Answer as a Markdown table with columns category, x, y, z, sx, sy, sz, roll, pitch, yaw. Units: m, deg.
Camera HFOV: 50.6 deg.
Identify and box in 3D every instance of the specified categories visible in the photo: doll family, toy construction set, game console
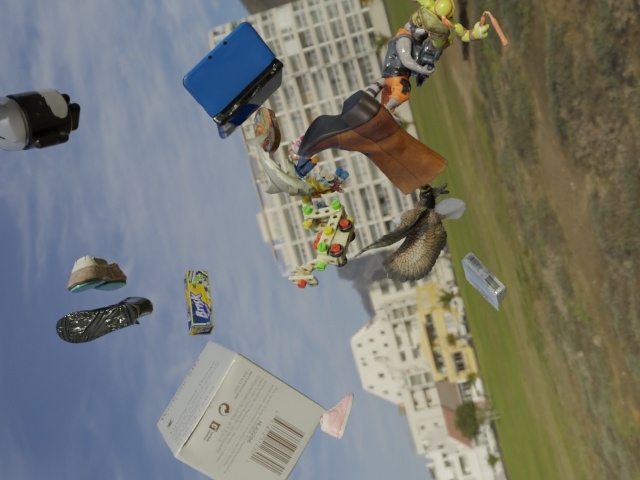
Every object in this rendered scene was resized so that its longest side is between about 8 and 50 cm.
| category | x | y | z | sx | sy | sz | roll | pitch | yaw |
| --- | --- | --- | --- | --- | --- | --- | --- | --- | --- |
| doll family | -0.037 | -0.232 | 2.361 | 0.263 | 0.118 | 0.163 | 44 | 149 | 1 |
| toy construction set | 0.000 | 0.000 | 2.226 | 0.151 | 0.215 | 0.328 | 52 | -132 | -60 |
| game console | -0.277 | -0.510 | 2.187 | 0.173 | 0.293 | 0.250 | 44 | 171 | 3 |

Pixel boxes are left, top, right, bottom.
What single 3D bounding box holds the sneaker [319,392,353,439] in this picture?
| category | x | y | z | sx | sy | sz | roll | pitch | yaw |
| --- | --- | --- | --- | --- | --- | --- | --- | --- | --- |
| sneaker | 0.038 | 0.426 | 1.683 | 0.134 | 0.070 | 0.051 | -65 | -11 | -47 |

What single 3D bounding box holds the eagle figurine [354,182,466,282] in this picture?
| category | x | y | z | sx | sy | sz | roll | pitch | yaw |
| --- | --- | --- | --- | --- | --- | --- | --- | --- | --- |
| eagle figurine | 0.261 | -0.031 | 1.957 | 0.298 | 0.226 | 0.225 | -64 | -2 | -11 |

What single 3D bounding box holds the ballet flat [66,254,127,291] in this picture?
| category | x | y | z | sx | sy | sz | roll | pitch | yaw |
| --- | --- | --- | --- | --- | --- | --- | --- | --- | --- |
| ballet flat | -0.701 | 0.102 | 2.083 | 0.316 | 0.107 | 0.106 | 39 | -153 | -83 |

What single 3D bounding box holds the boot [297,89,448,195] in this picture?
| category | x | y | z | sx | sy | sz | roll | pitch | yaw |
| --- | --- | --- | --- | --- | --- | --- | --- | --- | --- |
| boot | 0.115 | -0.203 | 1.593 | 0.280 | 0.264 | 0.096 | 35 | -137 | -26 |

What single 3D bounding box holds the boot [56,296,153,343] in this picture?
| category | x | y | z | sx | sy | sz | roll | pitch | yaw |
| --- | --- | --- | --- | --- | --- | --- | --- | --- | --- |
| boot | -0.647 | 0.238 | 2.056 | 0.207 | 0.246 | 0.094 | -175 | 70 | -89 |

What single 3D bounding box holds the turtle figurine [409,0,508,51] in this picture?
| category | x | y | z | sx | sy | sz | roll | pitch | yaw |
| --- | --- | --- | --- | --- | --- | --- | --- | --- | --- |
| turtle figurine | 0.254 | -0.455 | 1.412 | 0.269 | 0.087 | 0.217 | 33 | -177 | 0 |

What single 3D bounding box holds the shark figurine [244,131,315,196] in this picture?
| category | x | y | z | sx | sy | sz | roll | pitch | yaw |
| --- | --- | --- | --- | --- | --- | --- | --- | --- | --- |
| shark figurine | -0.153 | -0.210 | 2.171 | 0.278 | 0.116 | 0.166 | 45 | -145 | -11 |

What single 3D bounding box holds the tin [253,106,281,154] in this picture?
| category | x | y | z | sx | sy | sz | roll | pitch | yaw |
| --- | --- | --- | --- | --- | --- | --- | --- | --- | --- |
| tin | -0.194 | -0.399 | 2.466 | 0.040 | 0.106 | 0.190 | 5 | -123 | -35 |

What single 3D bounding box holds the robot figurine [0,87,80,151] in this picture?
| category | x | y | z | sx | sy | sz | roll | pitch | yaw |
| --- | --- | --- | --- | --- | --- | --- | --- | --- | --- |
| robot figurine | -0.881 | -0.369 | 2.077 | 0.278 | 0.209 | 0.174 | -27 | -70 | -46 |

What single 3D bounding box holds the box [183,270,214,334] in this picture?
| category | x | y | z | sx | sy | sz | roll | pitch | yaw |
| --- | --- | --- | --- | --- | --- | --- | --- | --- | --- |
| box | -0.319 | 0.162 | 1.772 | 0.054 | 0.059 | 0.169 | 119 | 145 | -49 |

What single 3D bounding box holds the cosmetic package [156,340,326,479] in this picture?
| category | x | y | z | sx | sy | sz | roll | pitch | yaw |
| --- | --- | --- | --- | --- | --- | --- | --- | --- | --- |
| cosmetic package | -0.251 | 0.537 | 2.047 | 0.327 | 0.329 | 0.393 | 35 | 166 | -16 |

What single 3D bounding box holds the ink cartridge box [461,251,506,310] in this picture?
| category | x | y | z | sx | sy | sz | roll | pitch | yaw |
| --- | --- | --- | --- | --- | --- | --- | --- | --- | --- |
| ink cartridge box | 0.623 | 0.158 | 2.562 | 0.189 | 0.066 | 0.232 | 49 | -177 | 26 |

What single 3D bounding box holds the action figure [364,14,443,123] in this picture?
| category | x | y | z | sx | sy | sz | roll | pitch | yaw |
| --- | --- | --- | --- | --- | --- | --- | --- | --- | --- |
| action figure | 0.227 | -0.481 | 1.886 | 0.341 | 0.178 | 0.330 | 123 | 169 | -81 |
